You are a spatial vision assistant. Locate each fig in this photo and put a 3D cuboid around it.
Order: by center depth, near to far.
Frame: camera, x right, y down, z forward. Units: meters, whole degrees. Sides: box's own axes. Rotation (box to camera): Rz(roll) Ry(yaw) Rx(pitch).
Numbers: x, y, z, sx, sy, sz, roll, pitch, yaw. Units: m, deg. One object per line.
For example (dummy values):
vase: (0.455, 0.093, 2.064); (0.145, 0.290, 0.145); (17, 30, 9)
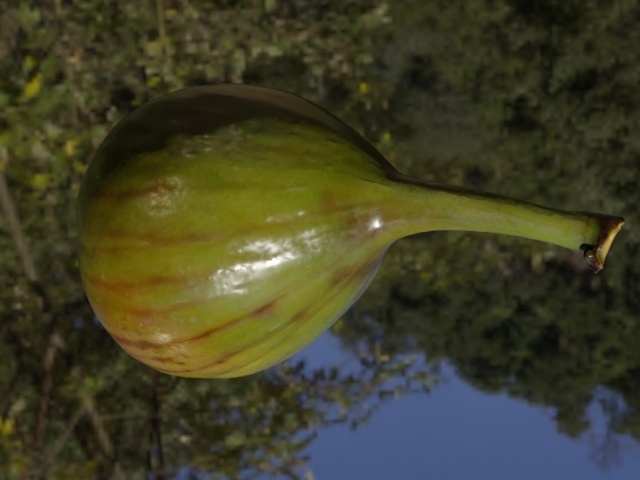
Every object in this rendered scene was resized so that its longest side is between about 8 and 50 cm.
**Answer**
fig: (0.000, 0.000, 0.651); (0.259, 0.151, 0.151); (4, -164, 38)
